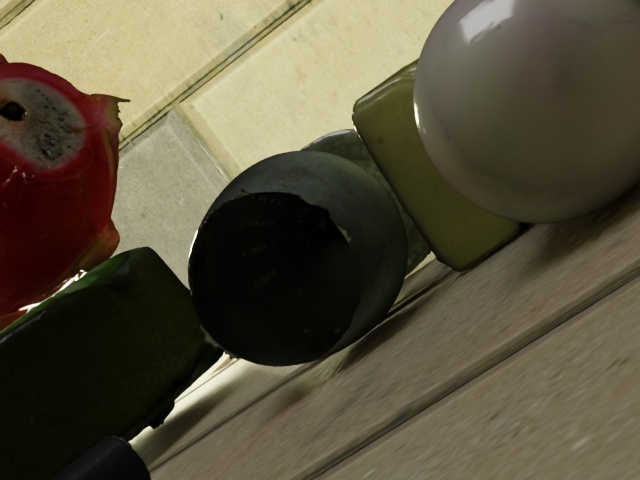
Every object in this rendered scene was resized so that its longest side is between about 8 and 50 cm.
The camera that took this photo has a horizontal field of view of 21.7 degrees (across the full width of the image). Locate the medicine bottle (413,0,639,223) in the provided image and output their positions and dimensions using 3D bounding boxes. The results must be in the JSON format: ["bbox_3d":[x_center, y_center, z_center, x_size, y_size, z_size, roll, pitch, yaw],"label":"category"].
[{"bbox_3d":[0.133,-0.095,0.909,0.130,0.130,0.341,-35,4,18],"label":"medicine bottle"}]

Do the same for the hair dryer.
[{"bbox_3d":[-0.125,0.151,0.884,0.195,0.050,0.173,-27,10,49],"label":"hair dryer"}]

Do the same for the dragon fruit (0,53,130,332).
[{"bbox_3d":[-0.270,-0.040,1.367,0.227,0.224,0.224,-46,-3,37],"label":"dragon fruit"}]

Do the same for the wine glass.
[{"bbox_3d":[0.000,0.000,1.032,0.126,0.126,0.241,-36,1,15],"label":"wine glass"}]

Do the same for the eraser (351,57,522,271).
[{"bbox_3d":[0.083,-0.057,1.021,0.058,0.117,0.172,-31,4,17],"label":"eraser"}]

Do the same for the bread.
[{"bbox_3d":[-0.244,0.159,1.289,0.382,0.129,0.366,-38,0,-23],"label":"bread"}]
